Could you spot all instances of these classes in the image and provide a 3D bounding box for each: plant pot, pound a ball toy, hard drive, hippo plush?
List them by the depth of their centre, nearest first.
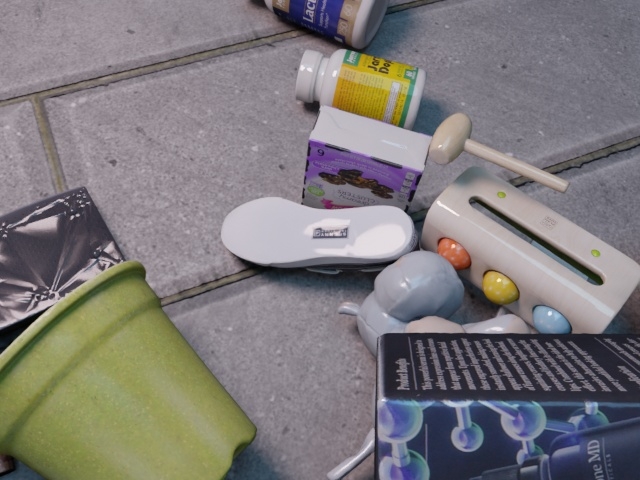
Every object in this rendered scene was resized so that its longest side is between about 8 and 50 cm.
[{"bbox_3d":[-0.224,0.209,0.760,0.254,0.276,0.276,42,66,4],"label":"plant pot"},{"bbox_3d":[0.154,0.152,0.862,0.234,0.294,0.236,14,33,-19],"label":"hippo plush"},{"bbox_3d":[0.258,0.001,0.868,0.319,0.208,0.136,37,65,21],"label":"pound a ball toy"},{"bbox_3d":[-0.427,0.039,0.927,0.255,0.054,0.172,-28,68,-19],"label":"hard drive"}]

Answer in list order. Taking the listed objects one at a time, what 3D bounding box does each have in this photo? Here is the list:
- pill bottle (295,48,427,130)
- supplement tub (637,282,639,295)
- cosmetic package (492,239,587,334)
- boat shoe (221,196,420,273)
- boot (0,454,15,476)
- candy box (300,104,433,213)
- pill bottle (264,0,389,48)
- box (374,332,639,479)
[{"bbox_3d":[0.067,-0.260,1.099,0.208,0.117,0.117,15,62,3],"label":"pill bottle"},{"bbox_3d":[0.582,0.118,0.884,0.235,0.235,0.324,4,62,-4],"label":"supplement tub"},{"bbox_3d":[0.321,0.105,0.962,0.099,0.060,0.239,27,62,15],"label":"cosmetic package"},{"bbox_3d":[0.000,0.000,0.967,0.301,0.102,0.108,-1,68,18],"label":"boat shoe"},{"bbox_3d":[-0.454,0.256,0.819,0.106,0.037,0.114,-14,67,-27],"label":"boot"},{"bbox_3d":[0.062,-0.096,0.966,0.165,0.196,0.070,16,61,3],"label":"candy box"},{"bbox_3d":[-0.011,-0.472,1.185,0.265,0.153,0.153,25,63,8],"label":"pill bottle"},{"bbox_3d":[0.247,0.249,0.582,0.395,0.212,0.293,-1,95,6],"label":"box"}]
